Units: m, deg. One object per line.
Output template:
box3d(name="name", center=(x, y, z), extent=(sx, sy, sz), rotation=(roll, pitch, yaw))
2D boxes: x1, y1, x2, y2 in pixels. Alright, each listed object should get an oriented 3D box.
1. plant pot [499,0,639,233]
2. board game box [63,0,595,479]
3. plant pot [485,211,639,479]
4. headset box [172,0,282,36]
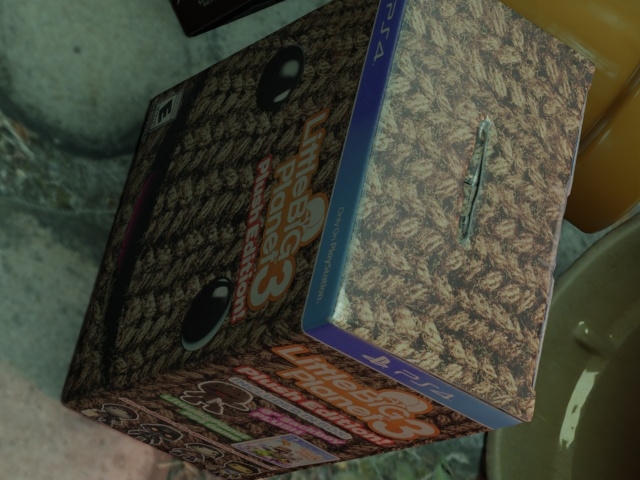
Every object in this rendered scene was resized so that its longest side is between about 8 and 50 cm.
box3d(name="plant pot", center=(0.183, -0.140, 1.344), extent=(0.188, 0.205, 0.205), rotation=(35, 58, -6))
box3d(name="board game box", center=(0.000, 0.000, 1.091), extent=(0.141, 0.291, 0.232), rotation=(28, 62, -28))
box3d(name="plant pot", center=(0.342, 0.175, 1.313), extent=(0.305, 0.333, 0.334), rotation=(36, 58, -38))
box3d(name="headset box", center=(0.045, -0.257, 1.196), extent=(0.218, 0.293, 0.110), rotation=(-28, 95, -38))
